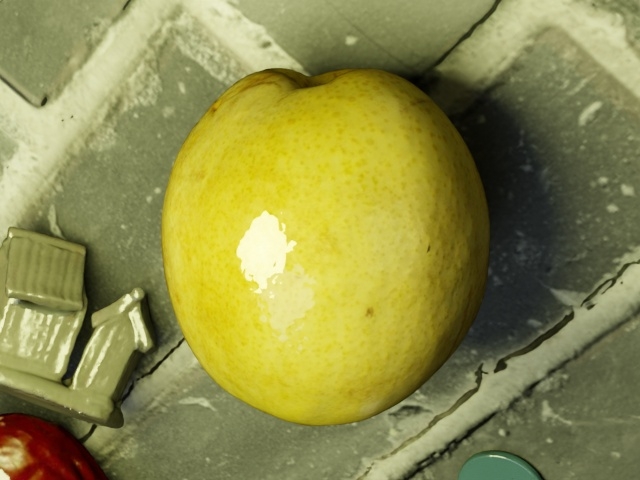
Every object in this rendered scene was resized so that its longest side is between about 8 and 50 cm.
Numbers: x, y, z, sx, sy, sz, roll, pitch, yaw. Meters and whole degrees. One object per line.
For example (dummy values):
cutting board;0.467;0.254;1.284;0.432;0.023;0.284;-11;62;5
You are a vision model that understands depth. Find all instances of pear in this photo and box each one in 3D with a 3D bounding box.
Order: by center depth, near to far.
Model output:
pear;0.000;0.000;1.287;0.314;0.314;0.314;12;127;17

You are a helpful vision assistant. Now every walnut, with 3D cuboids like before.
walnut;-0.338;0.344;1.710;0.269;0.244;0.222;43;128;-9

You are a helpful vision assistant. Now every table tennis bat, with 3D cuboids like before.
table tennis bat;0.197;0.287;1.573;0.100;0.019;0.155;1;121;24

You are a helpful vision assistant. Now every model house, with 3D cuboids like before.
model house;-0.285;0.093;1.567;0.229;0.122;0.188;21;93;-13
